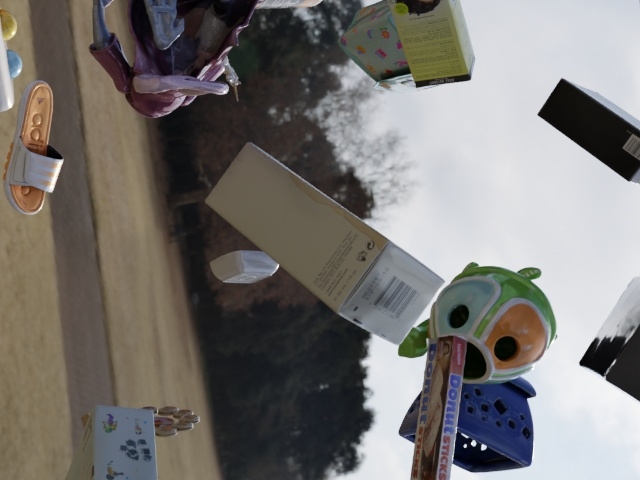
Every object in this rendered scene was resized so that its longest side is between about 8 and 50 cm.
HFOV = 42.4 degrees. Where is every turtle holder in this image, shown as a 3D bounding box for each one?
[{"bbox_3d":[0.317,0.178,1.730,0.320,0.227,0.243,20,-51,31],"label":"turtle holder"}]

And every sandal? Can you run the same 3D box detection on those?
[{"bbox_3d":[-0.549,-0.177,1.608,0.102,0.076,0.265,-7,107,-63],"label":"sandal"}]

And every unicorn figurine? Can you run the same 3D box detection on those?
[{"bbox_3d":[-0.222,-0.366,1.655,0.162,0.060,0.111,35,-10,22],"label":"unicorn figurine"}]

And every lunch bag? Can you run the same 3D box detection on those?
[{"bbox_3d":[0.212,-0.478,2.084,0.262,0.160,0.223,45,-26,-25],"label":"lunch bag"}]

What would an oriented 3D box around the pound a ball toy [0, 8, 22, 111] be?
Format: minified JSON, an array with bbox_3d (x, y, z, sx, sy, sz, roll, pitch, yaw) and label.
[{"bbox_3d":[-0.590,-0.404,1.394,0.319,0.136,0.208,100,-23,-44],"label":"pound a ball toy"}]

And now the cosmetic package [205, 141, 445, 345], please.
[{"bbox_3d":[0.000,0.000,1.117,0.309,0.113,0.160,38,3,40],"label":"cosmetic package"}]

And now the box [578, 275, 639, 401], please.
[{"bbox_3d":[0.574,0.206,1.158,0.178,0.343,0.312,-58,169,3],"label":"box"}]

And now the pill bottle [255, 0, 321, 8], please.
[{"bbox_3d":[-0.072,-0.555,1.677,0.162,0.279,0.162,24,-61,51],"label":"pill bottle"}]

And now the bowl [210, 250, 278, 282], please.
[{"bbox_3d":[-0.180,0.067,1.998,0.142,0.142,0.053,-24,-112,46],"label":"bowl"}]

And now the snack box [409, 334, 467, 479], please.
[{"bbox_3d":[0.140,0.203,0.981,0.064,0.022,0.178,151,-48,-66],"label":"snack box"}]

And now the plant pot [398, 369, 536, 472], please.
[{"bbox_3d":[0.358,0.400,1.944,0.236,0.236,0.212,-36,-152,58],"label":"plant pot"}]

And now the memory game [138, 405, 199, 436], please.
[{"bbox_3d":[-0.302,0.313,1.423,0.186,0.186,0.012,-157,-115,-83],"label":"memory game"}]

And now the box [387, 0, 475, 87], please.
[{"bbox_3d":[0.144,-0.320,1.129,0.232,0.087,0.058,61,35,-41],"label":"box"}]

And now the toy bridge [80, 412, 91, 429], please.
[{"bbox_3d":[-0.439,0.404,1.796,0.188,0.026,0.063,18,45,-61],"label":"toy bridge"}]

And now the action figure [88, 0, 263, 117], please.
[{"bbox_3d":[-0.207,-0.259,1.221,0.370,0.248,0.275,-36,-122,58],"label":"action figure"}]

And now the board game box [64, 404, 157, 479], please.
[{"bbox_3d":[-0.307,0.428,1.187,0.303,0.098,0.224,-106,-145,-47],"label":"board game box"}]

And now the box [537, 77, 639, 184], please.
[{"bbox_3d":[0.622,-0.226,1.757,0.261,0.184,0.103,47,-60,34],"label":"box"}]
